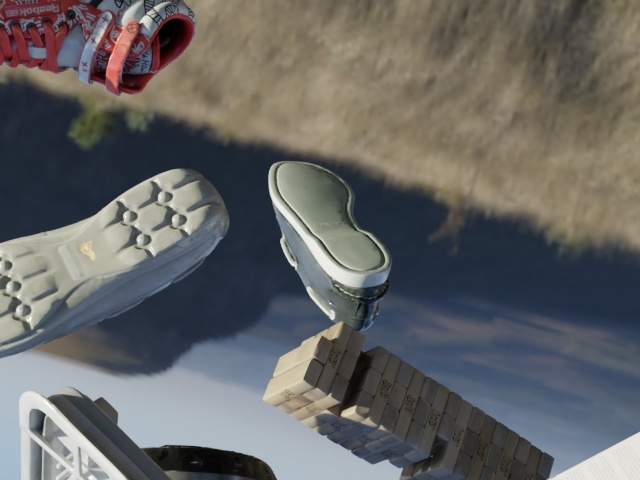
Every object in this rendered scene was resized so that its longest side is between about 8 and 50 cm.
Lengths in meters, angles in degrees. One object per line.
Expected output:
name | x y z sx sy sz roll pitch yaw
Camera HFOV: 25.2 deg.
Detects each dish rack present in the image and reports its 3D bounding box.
dish rack | -0.200 0.308 1.495 0.285 0.072 0.333 40 142 21

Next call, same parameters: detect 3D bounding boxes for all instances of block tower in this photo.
block tower | 0.108 0.213 1.589 0.335 0.091 0.097 34 147 -17

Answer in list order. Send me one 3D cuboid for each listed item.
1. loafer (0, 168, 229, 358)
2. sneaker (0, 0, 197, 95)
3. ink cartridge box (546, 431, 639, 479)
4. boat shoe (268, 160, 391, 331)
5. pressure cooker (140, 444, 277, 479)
loafer | -0.232 0.040 1.335 0.319 0.112 0.111 -23 159 -4
sneaker | -0.233 -0.179 1.224 0.270 0.090 0.145 -26 -120 -39
ink cartridge box | 0.288 0.271 1.338 0.056 0.224 0.181 59 -177 -30
boat shoe | 0.000 0.000 1.766 0.114 0.091 0.302 0 -150 -15
pressure cooker | -0.229 0.535 2.076 0.369 0.420 0.375 10 154 -31
